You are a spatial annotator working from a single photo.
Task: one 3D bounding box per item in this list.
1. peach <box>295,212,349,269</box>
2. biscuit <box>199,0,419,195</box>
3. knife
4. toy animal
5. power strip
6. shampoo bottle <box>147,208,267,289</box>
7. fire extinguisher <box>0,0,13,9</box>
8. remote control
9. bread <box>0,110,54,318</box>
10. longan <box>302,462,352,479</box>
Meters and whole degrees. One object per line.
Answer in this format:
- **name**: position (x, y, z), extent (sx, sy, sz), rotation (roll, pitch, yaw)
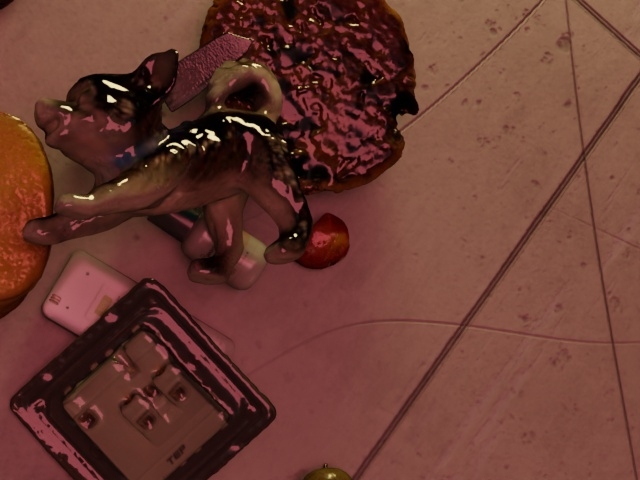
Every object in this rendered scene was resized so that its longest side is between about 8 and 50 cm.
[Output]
- **peach**: position (0.000, 0.000, 1.975), extent (0.083, 0.050, 0.077), rotation (-2, 83, -13)
- **biscuit**: position (-0.012, -0.225, 1.980), extent (0.289, 0.081, 0.334), rotation (-19, 86, -16)
- **knife**: position (-0.188, -0.209, 1.912), extent (0.230, 0.028, 0.060), rotation (-31, 91, 2)
- **toy animal**: position (-0.192, -0.121, 1.790), extent (0.344, 0.194, 0.303), rotation (16, 64, -28)
- **power strip**: position (-0.225, 0.220, 1.837), extent (0.257, 0.092, 0.251), rotation (-43, 102, 0)
- **shampoo bottle**: position (-0.159, -0.011, 1.912), extent (0.192, 0.074, 0.074), rotation (35, 75, -11)
- **fire extinguisher**: position (-0.495, -0.457, 1.853), extent (0.341, 0.105, 0.141), rotation (46, 36, -7)
- **remote control**: position (-0.237, 0.115, 1.895), extent (0.250, 0.034, 0.103), rotation (31, 77, -12)
- **bread**: position (-0.429, -0.031, 1.795), extent (0.195, 0.142, 0.270), rotation (1, 79, -29)
- **longan**: position (0.009, 0.332, 1.935), extent (0.075, 0.075, 0.083), rotation (4, 42, -16)
